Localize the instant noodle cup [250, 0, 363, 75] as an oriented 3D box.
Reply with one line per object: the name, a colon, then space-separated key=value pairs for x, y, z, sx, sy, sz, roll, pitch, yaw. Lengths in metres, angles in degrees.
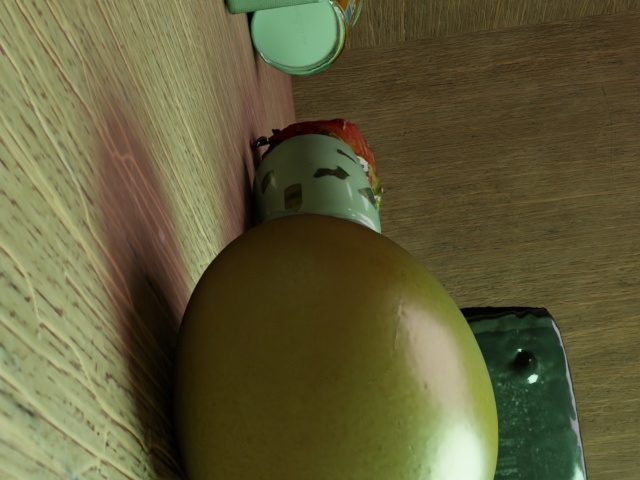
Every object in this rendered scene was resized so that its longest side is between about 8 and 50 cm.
instant noodle cup: x=-0.043 y=-0.545 z=1.984 sx=0.214 sy=0.296 sz=0.296 roll=-82 pitch=167 yaw=-50

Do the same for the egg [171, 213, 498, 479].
egg: x=0.009 y=0.130 z=0.660 sx=0.250 sy=0.250 sz=0.322 roll=-95 pitch=167 yaw=-62

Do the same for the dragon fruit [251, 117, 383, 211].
dragon fruit: x=0.001 y=-0.091 z=1.683 sx=0.269 sy=0.250 sz=0.291 roll=66 pitch=25 yaw=-81

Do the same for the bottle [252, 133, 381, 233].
bottle: x=0.000 y=0.000 z=1.380 sx=0.351 sy=0.229 sz=0.229 roll=-106 pitch=-174 yaw=-51

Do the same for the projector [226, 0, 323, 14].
projector: x=-0.093 y=-0.524 z=1.419 sx=0.242 sy=0.177 sz=0.163 roll=83 pitch=-1 yaw=-48

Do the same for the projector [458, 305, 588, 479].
projector: x=0.114 y=0.293 z=1.042 sx=0.242 sy=0.395 sz=0.405 roll=70 pitch=14 yaw=-85
